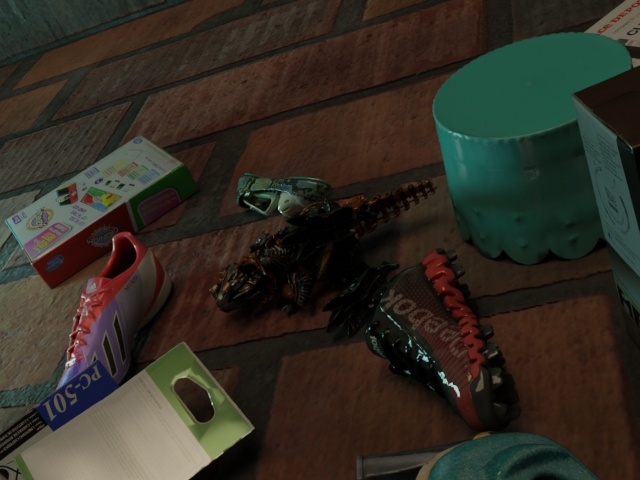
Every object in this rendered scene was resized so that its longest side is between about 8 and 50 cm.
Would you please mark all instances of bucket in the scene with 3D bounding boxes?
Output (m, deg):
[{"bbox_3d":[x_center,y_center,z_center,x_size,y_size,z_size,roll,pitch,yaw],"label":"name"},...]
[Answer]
[{"bbox_3d":[0.281,-0.124,1.039,0.281,0.183,0.281,-16,34,12],"label":"bucket"}]

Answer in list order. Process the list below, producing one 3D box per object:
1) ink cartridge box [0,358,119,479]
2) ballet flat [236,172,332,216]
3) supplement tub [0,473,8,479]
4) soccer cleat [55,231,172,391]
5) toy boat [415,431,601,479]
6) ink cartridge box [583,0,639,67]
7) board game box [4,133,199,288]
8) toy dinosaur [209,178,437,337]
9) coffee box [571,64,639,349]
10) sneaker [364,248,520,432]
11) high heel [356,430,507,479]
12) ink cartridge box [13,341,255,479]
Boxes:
[{"bbox_3d":[-0.329,0.247,1.008,0.207,0.097,0.046,-37,-1,-18],"label":"ink cartridge box"},{"bbox_3d":[-0.062,-0.067,1.321,0.188,0.070,0.070,6,44,42],"label":"ballet flat"},{"bbox_3d":[-0.410,0.366,0.748,0.228,0.228,0.316,3,34,37],"label":"supplement tub"},{"bbox_3d":[-0.308,0.121,1.158,0.109,0.116,0.318,-10,36,23],"label":"soccer cleat"},{"bbox_3d":[0.134,0.246,0.537,0.318,0.148,0.267,-7,44,-39],"label":"toy boat"},{"bbox_3d":[0.489,-0.236,1.119,0.197,0.114,0.273,-38,33,-17],"label":"ink cartridge box"},{"bbox_3d":[-0.413,-0.065,1.541,0.317,0.064,0.242,-35,34,-14],"label":"board game box"},{"bbox_3d":[0.000,0.000,1.104,0.322,0.164,0.218,-50,17,2],"label":"toy dinosaur"},{"bbox_3d":[0.351,-0.019,0.736,0.168,0.297,0.119,-23,32,5],"label":"coffee box"},{"bbox_3d":[0.122,0.116,0.890,0.135,0.097,0.276,-23,30,5],"label":"sneaker"},{"bbox_3d":[0.132,0.273,0.684,0.186,0.093,0.261,-9,41,3],"label":"high heel"},{"bbox_3d":[-0.207,0.244,0.937,0.235,0.056,0.171,-34,49,-18],"label":"ink cartridge box"}]
